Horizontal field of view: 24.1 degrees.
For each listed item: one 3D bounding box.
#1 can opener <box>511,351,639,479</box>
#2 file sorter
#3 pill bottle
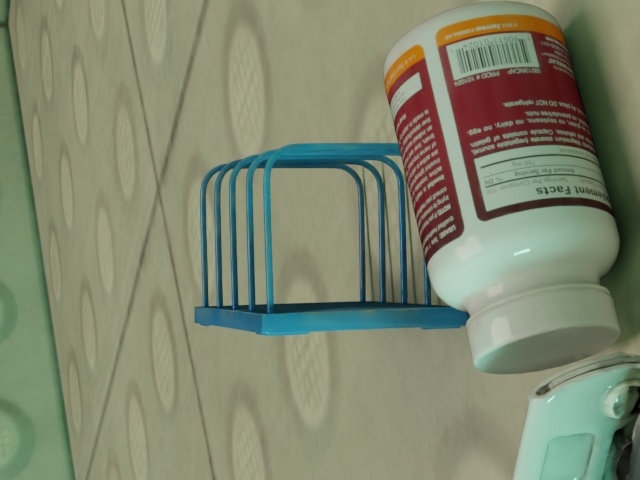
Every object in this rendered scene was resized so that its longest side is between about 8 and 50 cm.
[{"bbox_3d":[0.112,0.172,0.640,0.095,0.076,0.283,-118,28,-53],"label":"can opener"},{"bbox_3d":[0.000,0.000,0.891,0.170,0.118,0.104,175,94,-73],"label":"file sorter"},{"bbox_3d":[0.082,-0.022,0.666,0.086,0.086,0.152,122,140,-63],"label":"pill bottle"}]
